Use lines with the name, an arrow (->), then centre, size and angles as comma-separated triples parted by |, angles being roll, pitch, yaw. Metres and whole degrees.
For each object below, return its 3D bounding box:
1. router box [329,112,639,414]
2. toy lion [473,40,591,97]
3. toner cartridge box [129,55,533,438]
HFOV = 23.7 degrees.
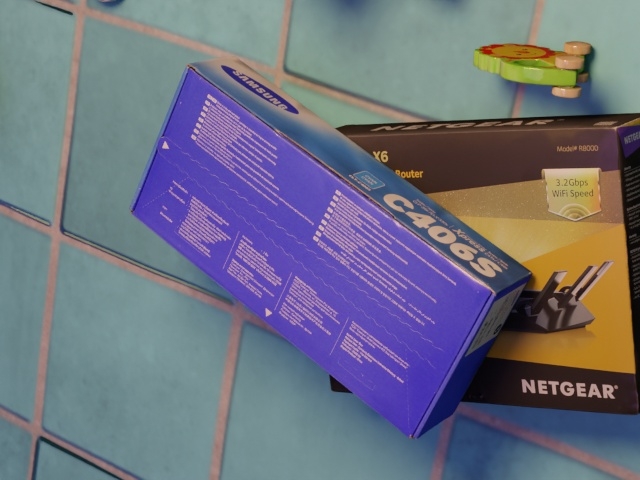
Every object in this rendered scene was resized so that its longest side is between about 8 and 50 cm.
router box -> 0.142, 0.017, 1.339 | 0.309, 0.081, 0.242 | 0, 102, 34
toy lion -> 0.173, -0.147, 1.268 | 0.096, 0.100, 0.034 | 6, 109, 13
toner cartridge box -> 0.000, 0.000, 1.333 | 0.348, 0.075, 0.165 | 38, 120, 21
